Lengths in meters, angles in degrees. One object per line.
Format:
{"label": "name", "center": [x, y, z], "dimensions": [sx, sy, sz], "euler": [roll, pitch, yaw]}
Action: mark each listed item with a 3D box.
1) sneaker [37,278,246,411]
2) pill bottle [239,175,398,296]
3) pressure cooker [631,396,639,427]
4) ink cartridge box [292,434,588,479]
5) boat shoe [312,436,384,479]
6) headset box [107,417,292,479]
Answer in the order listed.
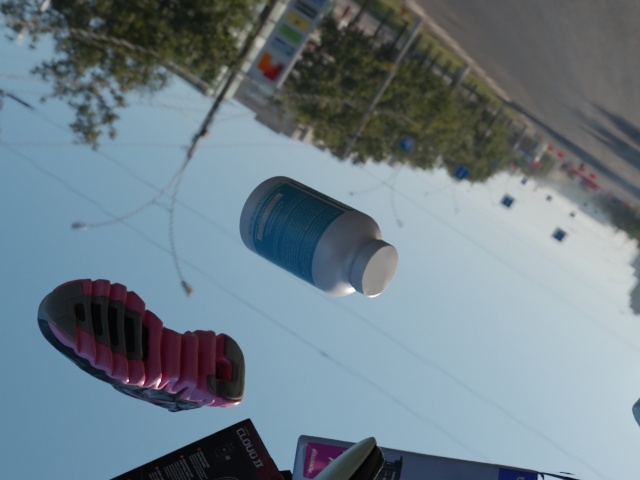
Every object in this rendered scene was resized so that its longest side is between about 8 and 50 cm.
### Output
{"label": "sneaker", "center": [-0.092, 0.058, 0.468], "dimensions": [0.119, 0.057, 0.047], "euler": [34, -132, -40]}
{"label": "pill bottle", "center": [0.000, 0.000, 1.605], "dimensions": [0.264, 0.146, 0.146], "euler": [28, -174, 37]}
{"label": "pressure cooker", "center": [0.559, 0.208, 1.054], "dimensions": [0.370, 0.420, 0.375], "euler": [47, 175, -39]}
{"label": "ink cartridge box", "center": [0.141, 0.270, 1.092], "dimensions": [0.311, 0.065, 0.186], "euler": [3, 168, 15]}
{"label": "boat shoe", "center": [0.003, 0.181, 0.619], "dimensions": [0.042, 0.049, 0.133], "euler": [46, -127, -5]}
{"label": "headset box", "center": [-0.145, 0.375, 1.207], "dimensions": [0.293, 0.110, 0.218], "euler": [-21, -118, -25]}
